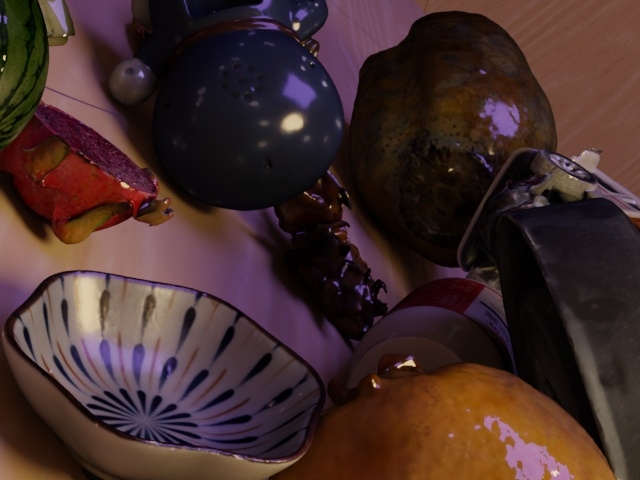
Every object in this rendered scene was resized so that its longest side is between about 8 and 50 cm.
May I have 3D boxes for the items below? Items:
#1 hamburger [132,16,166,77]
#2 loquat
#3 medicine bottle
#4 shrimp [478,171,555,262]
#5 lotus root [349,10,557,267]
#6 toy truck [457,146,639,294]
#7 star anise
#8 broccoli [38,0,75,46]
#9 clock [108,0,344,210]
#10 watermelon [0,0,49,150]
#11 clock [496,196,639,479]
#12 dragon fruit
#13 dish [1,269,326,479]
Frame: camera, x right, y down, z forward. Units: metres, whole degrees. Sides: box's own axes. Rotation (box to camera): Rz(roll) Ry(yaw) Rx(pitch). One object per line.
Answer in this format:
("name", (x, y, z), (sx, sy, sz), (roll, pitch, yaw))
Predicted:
("hamburger", (-0.073, -0.160, 1.558), (0.231, 0.107, 0.231), (51, 12, -15))
("loquat", (0.073, 0.185, 0.956), (0.238, 0.238, 0.193), (52, 8, 1))
("medicine bottle", (0.099, 0.109, 1.378), (0.131, 0.131, 0.250), (52, 14, 2))
("shrimp", (0.264, 0.084, 1.458), (0.166, 0.221, 0.410), (5, 36, -52))
("lotus root", (0.151, -0.110, 1.872), (0.250, 0.250, 0.346), (47, 19, -16))
("toy truck", (0.336, 0.067, 1.641), (0.387, 0.173, 0.207), (42, 23, 31))
("star anise", (0.001, -0.002, 1.431), (0.234, 0.073, 0.177), (65, 3, -70))
("broccoli", (-0.246, -0.246, 1.295), (0.122, 0.118, 0.204), (121, -49, -75))
("clock", (-0.075, -0.139, 1.365), (0.146, 0.199, 0.243), (95, -20, -64))
("watermelon", (-0.218, -0.095, 0.920), (0.140, 0.140, 0.187), (30, 29, -54))
("clock", (0.211, 0.155, 1.174), (0.386, 0.076, 0.386), (166, -90, -89))
("dragon fruit", (-0.166, -0.040, 1.089), (0.126, 0.068, 0.112), (34, 9, -16))
("dish", (-0.093, 0.092, 0.926), (0.190, 0.066, 0.191), (19, 23, -8))
